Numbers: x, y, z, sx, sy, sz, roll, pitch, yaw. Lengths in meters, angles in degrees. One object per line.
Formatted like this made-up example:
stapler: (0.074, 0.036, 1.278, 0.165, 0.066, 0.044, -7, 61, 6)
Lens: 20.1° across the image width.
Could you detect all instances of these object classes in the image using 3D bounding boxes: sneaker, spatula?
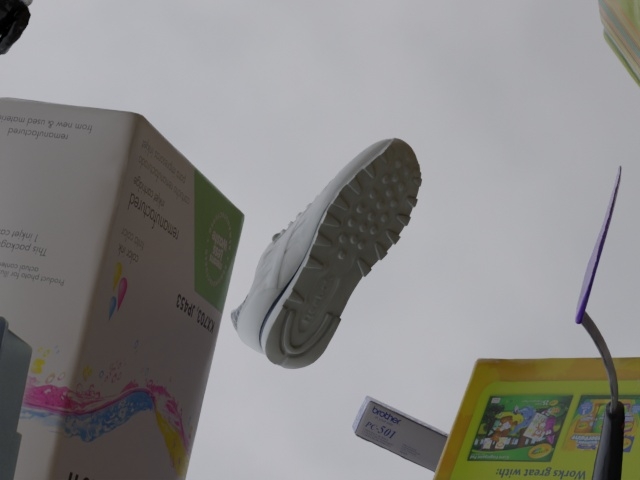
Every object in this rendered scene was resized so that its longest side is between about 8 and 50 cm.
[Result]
sneaker: (0.000, 0.000, 1.645, 0.090, 0.235, 0.095, 37, 178, -35)
spatula: (0.196, 0.096, 1.258, 0.084, 0.030, 0.296, -61, -31, -61)

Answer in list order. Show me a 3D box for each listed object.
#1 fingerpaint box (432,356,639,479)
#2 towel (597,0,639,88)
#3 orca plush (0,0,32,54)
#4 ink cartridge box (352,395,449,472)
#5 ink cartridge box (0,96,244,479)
fingerpaint box: (0.279, 0.284, 1.402, 0.163, 0.444, 0.371, 45, -125, -36)
towel: (0.189, -0.137, 1.031, 0.102, 0.021, 0.237, 58, 179, 23)
orca plush: (-0.356, -0.235, 1.703, 0.102, 0.287, 0.151, 21, -122, -35)
ink cartridge box: (0.139, 0.244, 2.082, 0.207, 0.046, 0.097, 25, 179, -1)
ink cartridge box: (-0.159, 0.117, 1.040, 0.207, 0.119, 0.354, 45, -125, -69)
